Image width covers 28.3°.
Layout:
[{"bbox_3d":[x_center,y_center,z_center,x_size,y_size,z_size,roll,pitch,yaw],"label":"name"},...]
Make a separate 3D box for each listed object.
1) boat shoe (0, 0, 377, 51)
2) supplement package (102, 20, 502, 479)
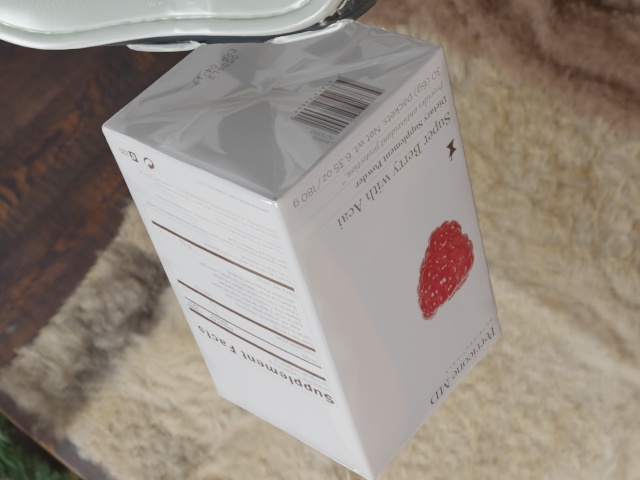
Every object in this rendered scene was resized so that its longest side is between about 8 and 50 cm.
[{"bbox_3d":[-0.107,-0.167,0.788,0.302,0.091,0.114,13,99,23],"label":"boat shoe"},{"bbox_3d":[0.000,0.000,0.943,0.175,0.293,0.177,24,56,36],"label":"supplement package"}]
